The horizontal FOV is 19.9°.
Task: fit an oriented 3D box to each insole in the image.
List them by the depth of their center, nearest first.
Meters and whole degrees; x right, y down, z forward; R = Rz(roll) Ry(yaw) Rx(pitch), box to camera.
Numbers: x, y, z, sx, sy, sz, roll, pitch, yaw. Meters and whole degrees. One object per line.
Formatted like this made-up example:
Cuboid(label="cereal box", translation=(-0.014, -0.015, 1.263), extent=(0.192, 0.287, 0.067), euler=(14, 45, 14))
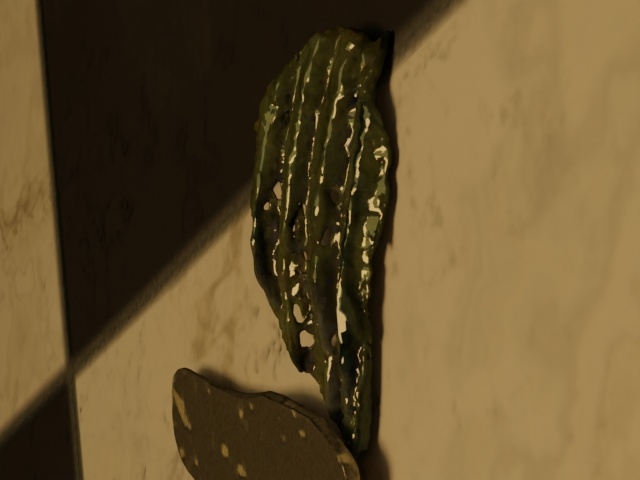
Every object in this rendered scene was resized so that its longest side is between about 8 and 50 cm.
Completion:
Cuboid(label="insole", translation=(-0.032, 0.112, 0.948), extent=(0.248, 0.011, 0.081), euler=(-165, 70, -65))

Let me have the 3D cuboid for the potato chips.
Cuboid(label="potato chips", translation=(0.001, 0.000, 0.883), extent=(0.092, 0.028, 0.207), euler=(3, 92, 46))
